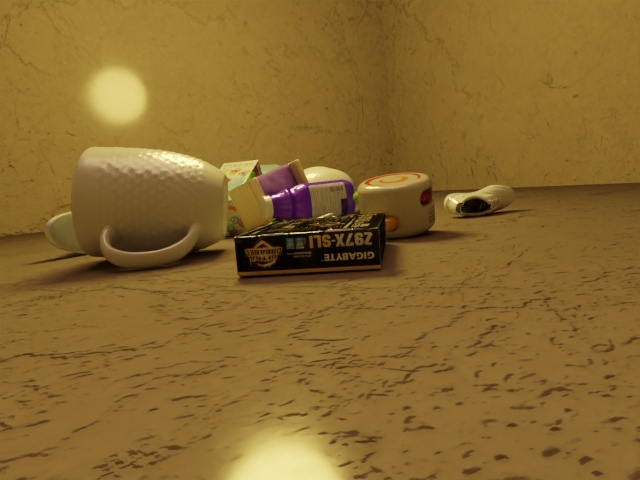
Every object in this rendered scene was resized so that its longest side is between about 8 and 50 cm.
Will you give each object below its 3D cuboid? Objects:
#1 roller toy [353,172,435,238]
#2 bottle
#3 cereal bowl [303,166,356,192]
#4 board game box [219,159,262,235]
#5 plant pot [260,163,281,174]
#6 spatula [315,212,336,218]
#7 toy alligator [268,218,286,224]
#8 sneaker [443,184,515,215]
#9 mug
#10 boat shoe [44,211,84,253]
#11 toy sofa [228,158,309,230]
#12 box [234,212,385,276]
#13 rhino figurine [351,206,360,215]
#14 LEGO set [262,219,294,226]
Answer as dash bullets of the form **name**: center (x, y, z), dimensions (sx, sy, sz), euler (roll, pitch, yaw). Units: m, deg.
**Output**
- **roller toy**: center (0.196, -0.086, 1.227), dimensions (0.191, 0.147, 0.209), euler (-12, 17, -8)
- **bottle**: center (-0.036, -0.113, 1.421), dimensions (0.282, 0.118, 0.092), euler (-10, 6, -23)
- **cereal bowl**: center (-0.015, -0.228, 2.098), dimensions (0.338, 0.141, 0.339), euler (-8, -15, -2)
- **board game box**: center (-0.304, -0.152, 1.693), dimensions (0.144, 0.142, 0.275), euler (-3, 36, 15)
- **plant pot**: center (-0.210, -0.226, 2.344), dimensions (0.252, 0.248, 0.247), euler (19, 19, 33)
- **spatula**: center (-0.059, -0.030, 1.247), dimensions (0.241, 0.019, 0.168), euler (-21, 13, -12)
- **toy alligator**: center (-0.154, -0.062, 1.674), dimensions (0.056, 0.052, 0.190), euler (-5, 7, 7)
- **sneaker**: center (0.534, -0.118, 1.556), dimensions (0.257, 0.094, 0.091), euler (-12, 27, -15)
- **mug**: center (-0.403, -0.063, 1.172), dimensions (0.327, 0.276, 0.374), euler (1, 37, -6)
- **boat shoe**: center (-0.728, -0.033, 1.539), dimensions (0.156, 0.136, 0.367), euler (-1, 5, 31)
- **toy sofa**: center (-0.135, -0.173, 1.633), dimensions (0.177, 0.150, 0.362), euler (-21, 10, 26)
- **box**: center (0.000, 0.000, 0.963), dimensions (0.256, 0.080, 0.322), euler (-2, 7, 9)
- **rhino figurine**: center (0.192, -0.107, 1.712), dimensions (0.243, 0.073, 0.106), euler (-7, 11, -3)
- **LEGO set**: center (-0.187, -0.107, 1.842), dimensions (0.286, 0.107, 0.132), euler (-6, 7, -4)
